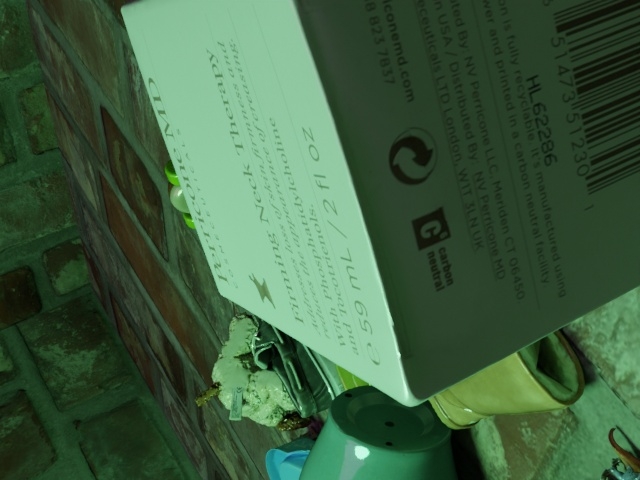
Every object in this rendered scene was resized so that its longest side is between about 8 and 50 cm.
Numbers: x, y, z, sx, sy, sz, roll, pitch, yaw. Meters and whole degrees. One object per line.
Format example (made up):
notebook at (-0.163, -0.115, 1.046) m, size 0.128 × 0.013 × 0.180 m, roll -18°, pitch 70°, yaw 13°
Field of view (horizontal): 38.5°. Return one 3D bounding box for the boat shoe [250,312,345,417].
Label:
boat shoe at (-0.074, 0.193, 1.728) m, size 0.335 × 0.119 × 0.121 m, roll 47°, pitch 153°, yaw 42°

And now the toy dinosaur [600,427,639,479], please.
toy dinosaur at (0.340, 0.252, 0.967) m, size 0.082 × 0.047 × 0.090 m, roll -1°, pitch 102°, yaw 47°

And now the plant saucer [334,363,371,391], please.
plant saucer at (0.084, 0.233, 1.526) m, size 0.241 × 0.037 × 0.241 m, roll 49°, pitch 152°, yaw 37°

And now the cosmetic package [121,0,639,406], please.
cosmetic package at (0.070, -0.113, 0.816) m, size 0.394 × 0.327 × 0.329 m, roll 19°, pitch 130°, yaw 62°

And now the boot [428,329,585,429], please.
boot at (0.183, 0.119, 1.131) m, size 0.236 × 0.089 × 0.269 m, roll 52°, pitch 156°, yaw 6°

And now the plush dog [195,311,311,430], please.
plush dog at (-0.135, 0.319, 1.948) m, size 0.262 × 0.210 × 0.225 m, roll 48°, pitch 175°, yaw 36°

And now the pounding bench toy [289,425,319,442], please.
pounding bench toy at (-0.031, 0.456, 1.976) m, size 0.052 × 0.065 × 0.083 m, roll 48°, pitch 153°, yaw 36°

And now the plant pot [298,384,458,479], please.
plant pot at (0.087, 0.367, 1.372) m, size 0.272 × 0.272 × 0.255 m, roll 35°, pitch 126°, yaw 52°

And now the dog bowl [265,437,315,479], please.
dog bowl at (0.014, 0.485, 1.813) m, size 0.297 × 0.074 × 0.166 m, roll 10°, pitch 122°, yaw 48°

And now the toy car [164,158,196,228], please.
toy car at (-0.231, -0.149, 1.730) m, size 0.155 × 0.149 × 0.188 m, roll 77°, pitch 169°, yaw -51°
